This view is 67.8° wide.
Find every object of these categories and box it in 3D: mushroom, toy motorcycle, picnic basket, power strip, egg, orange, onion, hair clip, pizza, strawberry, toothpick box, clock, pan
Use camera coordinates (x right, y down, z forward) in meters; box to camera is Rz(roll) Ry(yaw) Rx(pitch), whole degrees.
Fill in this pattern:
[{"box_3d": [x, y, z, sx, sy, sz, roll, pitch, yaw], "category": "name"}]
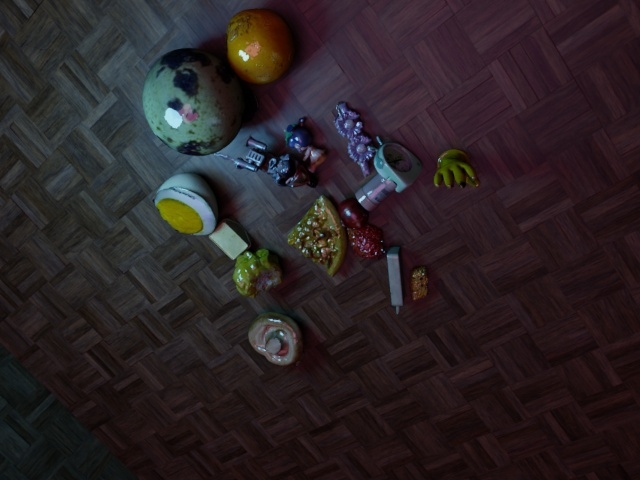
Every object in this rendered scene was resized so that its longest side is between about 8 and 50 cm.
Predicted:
[{"box_3d": [-0.196, 0.446, 2.153, 0.278, 0.146, 0.278, 8, 114, 19], "category": "mushroom"}, {"box_3d": [-0.201, -0.293, 1.800, 0.400, 0.207, 0.134, 25, 95, 2], "category": "toy motorcycle"}, {"box_3d": [-0.379, -0.012, 2.031, 0.115, 0.079, 0.164, -38, 101, 23], "category": "picnic basket"}, {"box_3d": [0.312, 0.171, 1.947, 0.053, 0.093, 0.288, -3, 113, 16], "category": "power strip"}, {"box_3d": [-0.527, -0.157, 1.960, 0.264, 0.174, 0.286, 5, 137, 18], "category": "egg"}, {"box_3d": [-0.204, -0.656, 1.618, 0.246, 0.246, 0.246, 5, 114, 11], "category": "orange"}, {"box_3d": [0.128, -0.102, 1.851, 0.131, 0.131, 0.131, 5, 114, 11], "category": "onion"}, {"box_3d": [-0.440, -0.489, 1.665, 0.344, 0.428, 0.345, -10, 134, -10], "category": "egg"}, {"box_3d": [0.132, -0.378, 1.764, 0.106, 0.084, 0.292, -24, 102, 3], "category": "hair clip"}, {"box_3d": [0.028, -0.016, 1.940, 0.257, 0.087, 0.268, 36, 114, -7], "category": "pizza"}, {"box_3d": [0.182, 0.006, 1.911, 0.140, 0.085, 0.192, -13, 108, 20], "category": "strawberry"}, {"box_3d": [0.218, -0.193, 1.805, 0.098, 0.098, 0.149, 44, 115, -8], "category": "toothpick box"}, {"box_3d": [0.263, -0.287, 1.730, 0.211, 0.159, 0.066, 44, 141, 0], "category": "clock"}, {"box_3d": [-0.337, -0.491, 1.838, 0.235, 0.028, 0.136, -38, 100, 21], "category": "pan"}]

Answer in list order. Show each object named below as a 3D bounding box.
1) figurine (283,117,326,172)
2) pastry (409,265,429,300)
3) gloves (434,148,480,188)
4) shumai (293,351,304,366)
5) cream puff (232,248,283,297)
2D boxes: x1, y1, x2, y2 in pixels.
[{"box_3d": [-0.055, -0.363, 1.801, 0.195, 0.111, 0.102, 43, 129, -13], "category": "figurine"}, {"box_3d": [0.402, 0.177, 1.950, 0.079, 0.056, 0.140, -10, 109, 4], "category": "pastry"}, {"box_3d": [0.460, -0.225, 1.627, 0.133, 0.294, 0.116, -23, 106, 20], "category": "gloves"}, {"box_3d": [-0.123, 0.544, 2.218, 0.083, 0.080, 0.082, 23, 115, 2], "category": "shumai"}, {"box_3d": [-0.274, 0.120, 2.003, 0.194, 0.221, 0.195, 39, 140, 42], "category": "cream puff"}]
